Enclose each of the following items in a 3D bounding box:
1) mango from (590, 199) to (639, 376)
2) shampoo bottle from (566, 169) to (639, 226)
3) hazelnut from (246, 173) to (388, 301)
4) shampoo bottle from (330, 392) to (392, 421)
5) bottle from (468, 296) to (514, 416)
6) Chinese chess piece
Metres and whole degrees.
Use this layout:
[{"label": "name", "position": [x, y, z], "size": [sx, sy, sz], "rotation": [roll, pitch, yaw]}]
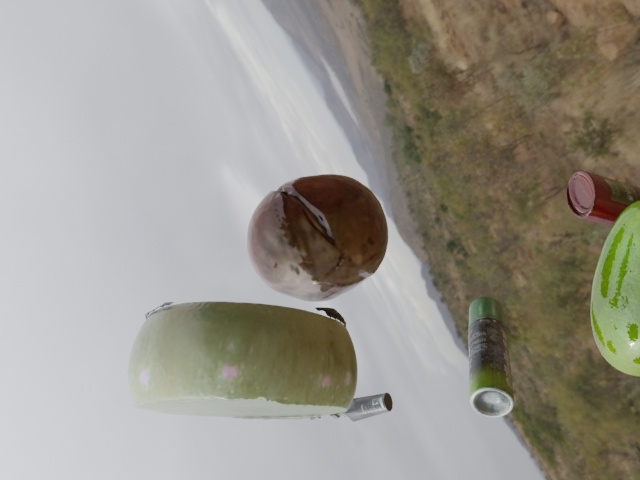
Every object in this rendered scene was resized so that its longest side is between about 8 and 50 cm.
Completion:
[{"label": "mango", "position": [0.555, 0.087, 0.908], "size": [0.156, 0.192, 0.343], "rotation": [10, 124, 47]}, {"label": "shampoo bottle", "position": [0.652, -0.056, 1.053], "size": [0.314, 0.076, 0.118], "rotation": [14, -141, -8]}, {"label": "hazelnut", "position": [0.000, 0.000, 1.307], "size": [0.372, 0.372, 0.315], "rotation": [-104, -11, -64]}, {"label": "shampoo bottle", "position": [0.122, 0.522, 1.642], "size": [0.063, 0.208, 0.057], "rotation": [44, -144, -34]}, {"label": "bottle", "position": [0.399, 0.261, 1.250], "size": [0.093, 0.093, 0.330], "rotation": [56, -152, -19]}, {"label": "Chinese chess piece", "position": [-0.117, 0.196, 0.827], "size": [0.349, 0.350, 0.146], "rotation": [45, -138, -59]}]
